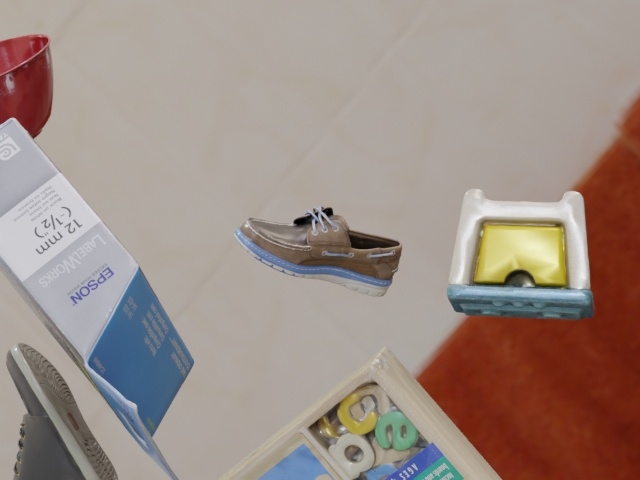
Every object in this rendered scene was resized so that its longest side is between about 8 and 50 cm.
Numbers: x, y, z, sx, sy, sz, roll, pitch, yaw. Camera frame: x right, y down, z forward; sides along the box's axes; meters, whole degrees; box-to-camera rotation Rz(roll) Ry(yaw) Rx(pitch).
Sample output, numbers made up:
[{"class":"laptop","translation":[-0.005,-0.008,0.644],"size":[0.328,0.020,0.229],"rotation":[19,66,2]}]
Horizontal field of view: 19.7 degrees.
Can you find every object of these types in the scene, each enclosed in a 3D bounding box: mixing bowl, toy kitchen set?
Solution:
[{"class":"mixing bowl","translation":[-0.377,-0.156,2.110],"size":[0.181,0.181,0.098],"rotation":[-34,-66,-32]},{"class":"toy kitchen set","translation":[0.142,0.012,0.958],"size":[0.207,0.166,0.122],"rotation":[62,-148,-70]}]

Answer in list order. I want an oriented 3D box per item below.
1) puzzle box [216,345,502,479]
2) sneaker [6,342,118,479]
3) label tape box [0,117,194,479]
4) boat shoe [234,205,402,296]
[{"class":"puzzle box","translation":[-0.003,0.319,1.669],"size":[0.409,0.272,0.052],"rotation":[-41,1,23]},{"class":"sneaker","translation":[-0.356,0.244,2.282],"size":[0.118,0.222,0.083],"rotation":[-32,-7,13]},{"class":"label tape box","translation":[-0.229,0.069,1.898],"size":[0.115,0.347,0.249],"rotation":[-40,-26,-10]},{"class":"boat shoe","translation":[0.000,0.000,1.845],"size":[0.183,0.066,0.066],"rotation":[15,-67,-32]}]
